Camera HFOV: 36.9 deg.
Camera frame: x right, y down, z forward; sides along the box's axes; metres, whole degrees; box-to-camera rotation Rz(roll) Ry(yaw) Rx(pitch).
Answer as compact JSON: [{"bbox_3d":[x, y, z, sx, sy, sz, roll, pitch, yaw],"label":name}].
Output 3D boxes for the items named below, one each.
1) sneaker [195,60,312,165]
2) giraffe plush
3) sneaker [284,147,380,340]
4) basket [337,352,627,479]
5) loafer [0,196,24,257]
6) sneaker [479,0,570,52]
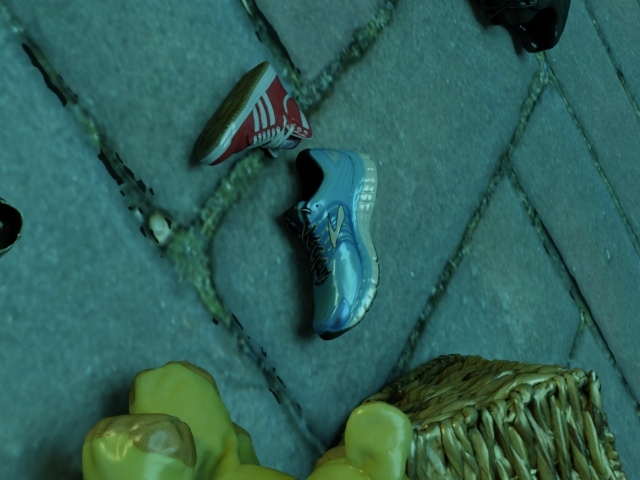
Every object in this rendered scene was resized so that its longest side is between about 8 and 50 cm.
[{"bbox_3d":[-0.046,-0.078,0.715,0.067,0.042,0.118,51,41,-23],"label":"sneaker"},{"bbox_3d":[-0.017,0.156,0.514,0.210,0.170,0.181,-86,157,-59],"label":"giraffe plush"},{"bbox_3d":[0.000,0.000,0.746,0.073,0.063,0.162,15,61,-29],"label":"sneaker"},{"bbox_3d":[0.114,0.259,0.757,0.213,0.223,0.299,-19,93,-19],"label":"basket"},{"bbox_3d":[-0.211,0.000,0.475,0.148,0.050,0.056,-26,98,-52],"label":"loafer"},{"bbox_3d":[0.205,-0.313,1.065,0.286,0.109,0.130,28,63,-41],"label":"sneaker"}]
